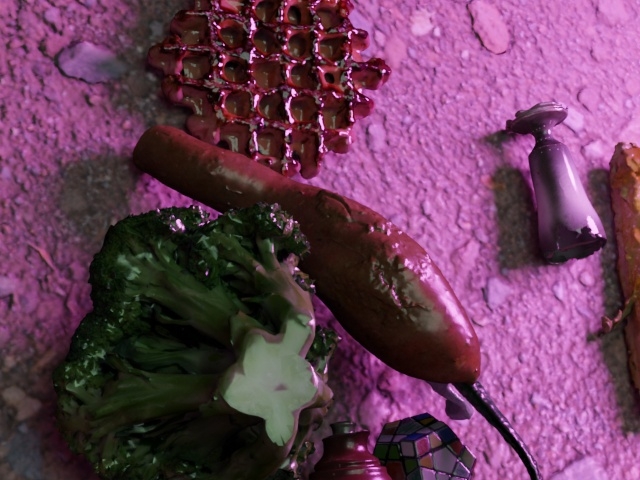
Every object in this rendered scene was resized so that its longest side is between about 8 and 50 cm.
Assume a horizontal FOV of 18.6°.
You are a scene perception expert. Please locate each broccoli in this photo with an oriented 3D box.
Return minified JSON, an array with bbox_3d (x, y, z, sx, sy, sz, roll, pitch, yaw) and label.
[{"bbox_3d":[-0.091,0.115,1.667,0.265,0.245,0.294,0,81,-28],"label":"broccoli"}]

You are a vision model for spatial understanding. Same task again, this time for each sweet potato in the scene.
[{"bbox_3d":[0.000,0.000,1.792,0.385,0.109,0.109,38,56,13],"label":"sweet potato"}]

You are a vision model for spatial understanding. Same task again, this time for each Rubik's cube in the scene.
[{"bbox_3d":[0.093,0.214,1.804,0.111,0.093,0.111,10,65,-21],"label":"Rubik's cube"}]

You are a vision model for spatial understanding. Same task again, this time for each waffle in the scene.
[{"bbox_3d":[-0.045,-0.171,1.920,0.221,0.055,0.234,45,62,-6],"label":"waffle"}]

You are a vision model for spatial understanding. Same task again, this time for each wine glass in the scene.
[{"bbox_3d":[0.241,-0.059,2.007,0.072,0.072,0.155,-5,71,-28],"label":"wine glass"}]

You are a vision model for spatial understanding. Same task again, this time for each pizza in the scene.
[{"bbox_3d":[0.399,0.063,2.030,0.280,0.075,0.287,27,60,-13],"label":"pizza"}]

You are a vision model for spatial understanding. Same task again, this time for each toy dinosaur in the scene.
[{"bbox_3d":[0.139,0.135,1.845,0.076,0.129,0.383,-42,66,4],"label":"toy dinosaur"}]

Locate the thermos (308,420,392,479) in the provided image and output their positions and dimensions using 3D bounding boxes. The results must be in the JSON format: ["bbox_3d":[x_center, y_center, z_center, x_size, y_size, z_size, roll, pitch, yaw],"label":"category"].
[{"bbox_3d":[0.027,0.277,1.727,0.099,0.124,0.232,5,75,-49],"label":"thermos"}]
